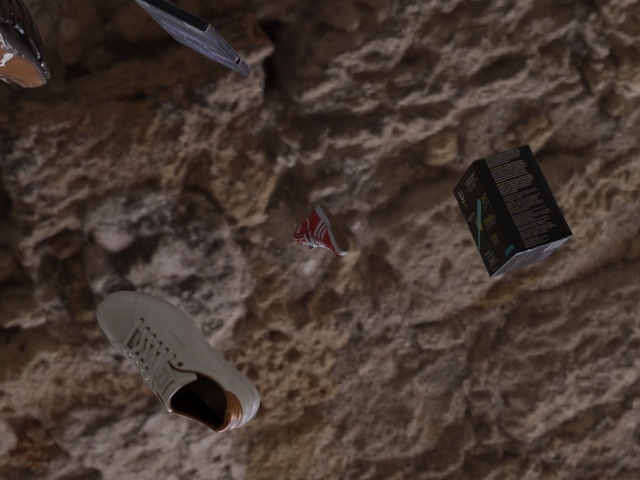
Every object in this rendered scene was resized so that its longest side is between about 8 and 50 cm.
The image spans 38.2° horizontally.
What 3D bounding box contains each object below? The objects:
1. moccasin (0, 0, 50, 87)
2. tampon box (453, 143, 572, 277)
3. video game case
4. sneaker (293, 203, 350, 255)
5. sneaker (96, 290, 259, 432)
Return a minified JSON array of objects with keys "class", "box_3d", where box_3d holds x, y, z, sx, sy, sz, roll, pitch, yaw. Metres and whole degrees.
[{"class":"moccasin","box_3d":[-0.528,-0.311,1.431,0.146,0.139,0.380,-19,180,2]},{"class":"tampon box","box_3d":[0.296,-0.045,1.446,0.101,0.120,0.161,-17,-106,-15]},{"class":"video game case","box_3d":[-0.265,-0.428,1.896,0.196,0.274,0.026,29,-90,15]},{"class":"sneaker","box_3d":[0.000,0.000,1.406,0.067,0.042,0.118,-42,-143,12]},{"class":"sneaker","box_3d":[-0.223,0.173,1.357,0.290,0.106,0.123,34,-167,11]}]
